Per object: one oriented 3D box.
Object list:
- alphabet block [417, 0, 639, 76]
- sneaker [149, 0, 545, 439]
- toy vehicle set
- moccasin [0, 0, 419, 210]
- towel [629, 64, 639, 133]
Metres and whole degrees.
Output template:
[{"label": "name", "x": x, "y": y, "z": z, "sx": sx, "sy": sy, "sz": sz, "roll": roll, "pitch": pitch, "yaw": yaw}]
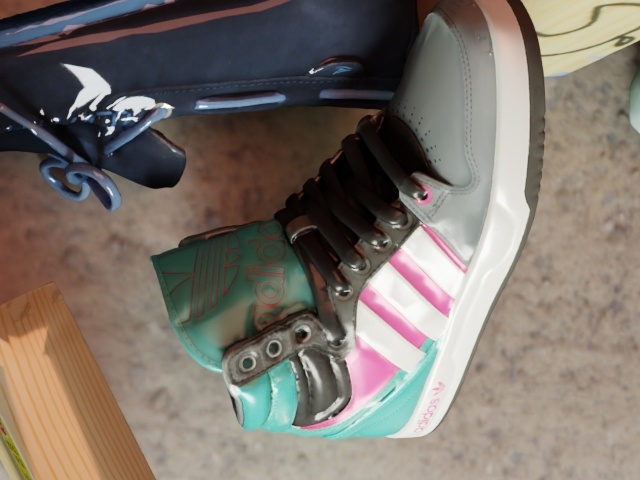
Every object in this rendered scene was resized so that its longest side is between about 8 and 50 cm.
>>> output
[{"label": "alphabet block", "x": 0.132, "y": -0.223, "z": 0.626, "sx": 0.192, "sy": 0.197, "sz": 0.193, "roll": -8, "pitch": 85, "yaw": -23}, {"label": "sneaker", "x": 0.000, "y": 0.000, "z": 0.526, "sx": 0.178, "sy": 0.124, "sz": 0.295, "roll": -3, "pitch": 125, "yaw": -21}, {"label": "toy vehicle set", "x": -0.116, "y": 0.110, "z": 0.437, "sx": 0.035, "sy": 0.267, "sz": 0.166, "roll": -27, "pitch": 94, "yaw": -23}, {"label": "moccasin", "x": -0.096, "y": -0.079, "z": 0.529, "sx": 0.342, "sy": 0.138, "sz": 0.117, "roll": -15, "pitch": 110, "yaw": -8}, {"label": "towel", "x": 0.373, "y": -0.267, "z": 0.665, "sx": 0.090, "sy": 0.320, "sz": 0.374, "roll": 32, "pitch": 70, "yaw": 7}]
